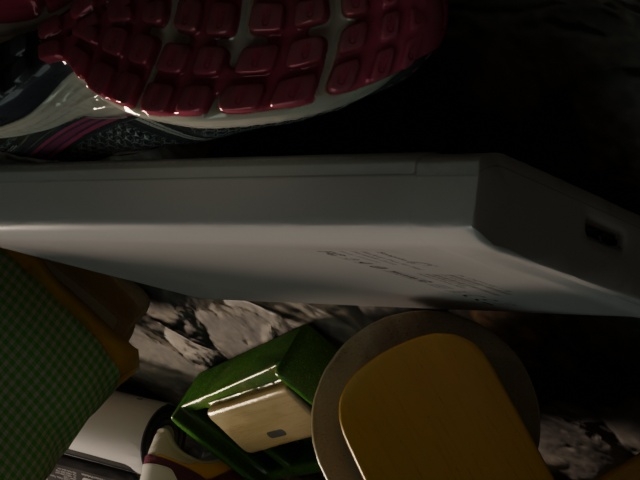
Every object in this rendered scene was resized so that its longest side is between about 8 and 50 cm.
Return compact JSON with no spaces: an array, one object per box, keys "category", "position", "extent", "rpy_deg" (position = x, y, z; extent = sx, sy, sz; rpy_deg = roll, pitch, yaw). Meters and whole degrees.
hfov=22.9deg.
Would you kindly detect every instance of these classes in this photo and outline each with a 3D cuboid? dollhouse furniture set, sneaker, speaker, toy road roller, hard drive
[{"category":"dollhouse furniture set","position":[-0.128,0.106,0.948],"extent":[0.301,0.197,0.151],"rpy_deg":[40,149,-17]},{"category":"sneaker","position":[-0.038,0.181,1.112],"extent":[0.185,0.084,0.069],"rpy_deg":[15,162,-27]},{"category":"sneaker","position":[-0.069,-0.096,0.716],"extent":[0.299,0.121,0.112],"rpy_deg":[1,167,38]},{"category":"speaker","position":[-0.168,0.133,1.158],"extent":[0.136,0.055,0.055],"rpy_deg":[9,143,30]},{"category":"toy road roller","position":[0.164,0.166,0.817],"extent":[0.329,0.240,0.202],"rpy_deg":[60,176,17]},{"category":"hard drive","position":[0.000,0.000,0.757],"extent":[0.307,0.040,0.203],"rpy_deg":[1,169,39]}]

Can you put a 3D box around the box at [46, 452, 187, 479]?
[{"category":"box","position":[-0.226,0.248,1.258],"extent":[0.270,0.060,0.216],"rpy_deg":[8,107,32]}]
